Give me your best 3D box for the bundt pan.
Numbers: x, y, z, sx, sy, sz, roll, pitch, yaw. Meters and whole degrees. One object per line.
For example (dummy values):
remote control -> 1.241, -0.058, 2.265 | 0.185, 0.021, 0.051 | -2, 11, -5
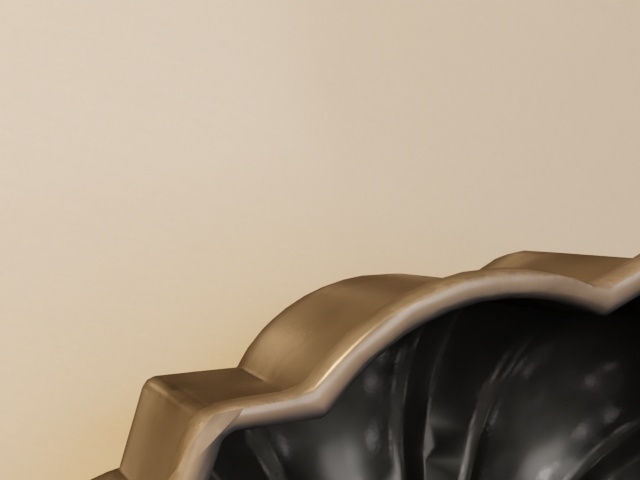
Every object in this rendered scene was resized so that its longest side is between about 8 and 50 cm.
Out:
bundt pan -> 0.040, 0.152, 0.482 | 0.331, 0.124, 0.331 | -5, 103, -23

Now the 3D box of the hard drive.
hard drive -> 0.000, 0.000, 0.538 | 0.353, 0.047, 0.233 | 16, 88, -26
